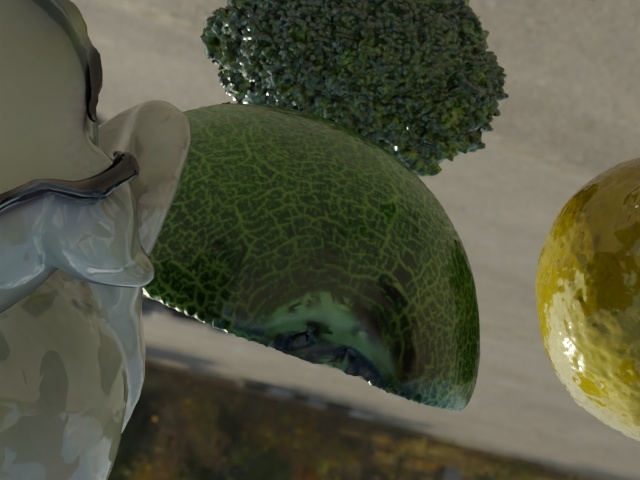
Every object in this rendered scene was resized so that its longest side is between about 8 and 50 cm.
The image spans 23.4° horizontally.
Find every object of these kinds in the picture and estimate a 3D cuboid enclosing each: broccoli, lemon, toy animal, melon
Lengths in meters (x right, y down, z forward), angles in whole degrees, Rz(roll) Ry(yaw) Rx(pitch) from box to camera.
[{"bbox_3d":[0.022,-0.144,1.219,0.176,0.198,0.226,33,150,-35],"label":"broccoli"},{"bbox_3d":[0.232,0.038,1.017,0.186,0.187,0.244,9,155,28],"label":"lemon"},{"bbox_3d":[-0.150,0.022,0.654,0.174,0.249,0.289,27,159,16],"label":"toy animal"},{"bbox_3d":[0.000,0.000,0.844,0.265,0.129,0.169,22,-177,-18],"label":"melon"}]
